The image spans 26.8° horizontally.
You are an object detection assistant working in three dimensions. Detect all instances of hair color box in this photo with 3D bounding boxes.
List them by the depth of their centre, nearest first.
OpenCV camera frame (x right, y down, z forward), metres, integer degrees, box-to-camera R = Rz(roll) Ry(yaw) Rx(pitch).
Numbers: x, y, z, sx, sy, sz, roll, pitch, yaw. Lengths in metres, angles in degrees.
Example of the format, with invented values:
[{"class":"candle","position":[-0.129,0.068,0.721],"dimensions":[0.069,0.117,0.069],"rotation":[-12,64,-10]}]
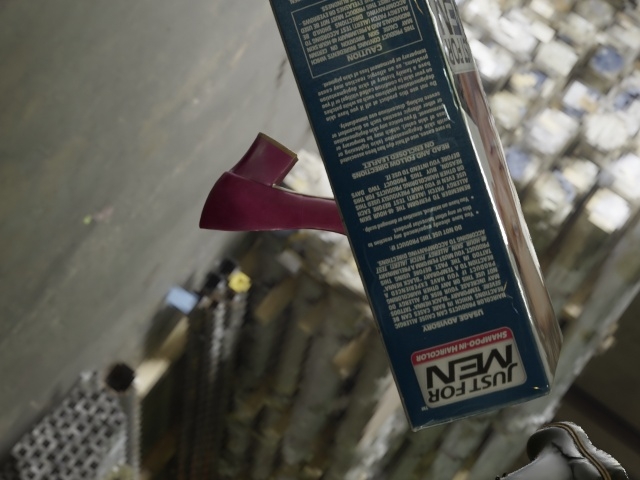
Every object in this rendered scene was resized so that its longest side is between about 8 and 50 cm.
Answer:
[{"class":"hair color box","position":[0.071,-0.060,0.953],"dimensions":[0.105,0.347,0.174],"rotation":[-17,-176,15]}]

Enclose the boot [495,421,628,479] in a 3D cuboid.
[{"class":"boot","position":[0.235,0.255,1.484],"dimensions":[0.198,0.137,0.076],"rotation":[-165,-111,-74]}]

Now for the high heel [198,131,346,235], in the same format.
[{"class":"high heel","position":[0.000,0.000,1.349],"dimensions":[0.117,0.244,0.082],"rotation":[-55,177,-4]}]
